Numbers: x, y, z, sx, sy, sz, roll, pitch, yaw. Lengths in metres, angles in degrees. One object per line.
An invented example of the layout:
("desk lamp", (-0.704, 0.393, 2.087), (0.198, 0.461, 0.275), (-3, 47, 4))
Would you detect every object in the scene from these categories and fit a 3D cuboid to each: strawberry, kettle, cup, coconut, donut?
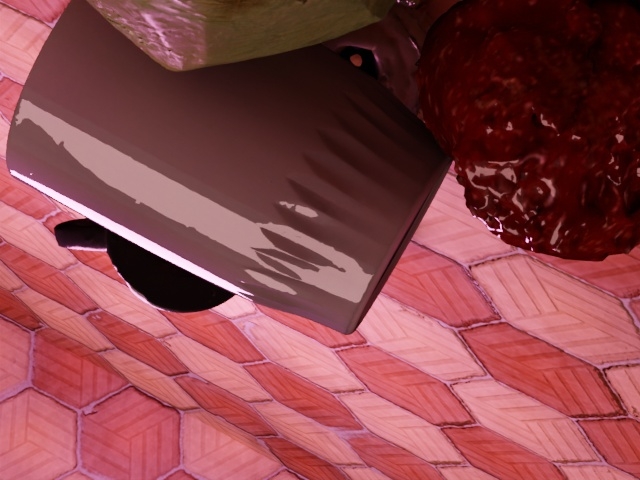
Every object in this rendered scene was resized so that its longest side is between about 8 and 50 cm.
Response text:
("strawberry", (0.209, -0.112, 1.257), (0.274, 0.274, 0.220), (39, 121, -20))
("kettle", (-0.206, -0.004, 2.018), (0.207, 0.251, 0.271), (54, 177, -8))
("cup", (-0.084, -0.088, 1.362), (0.372, 0.253, 0.253), (30, 159, 6))
("coconut", (-0.068, -0.284, 1.152), (0.329, 0.281, 0.328), (6, 119, 11))
("donut", (0.044, -0.179, 1.450), (0.175, 0.068, 0.174), (11, 127, 15))

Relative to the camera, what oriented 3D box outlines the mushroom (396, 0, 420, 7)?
("mushroom", (0.022, -0.290, 1.329), (0.202, 0.054, 0.059), (40, 152, -8))
